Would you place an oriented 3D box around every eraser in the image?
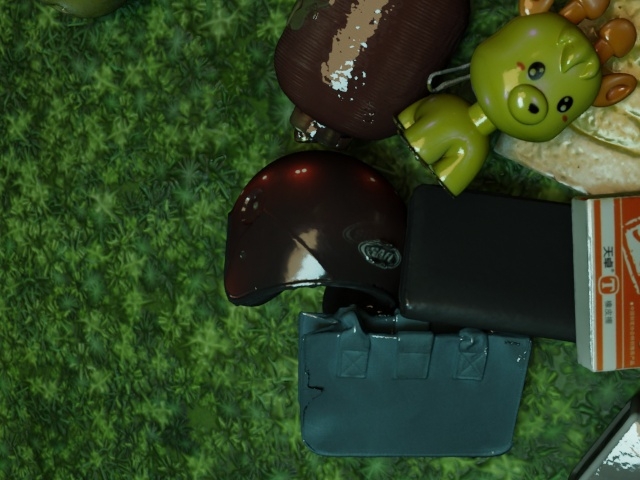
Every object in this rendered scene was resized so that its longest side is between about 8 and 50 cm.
[{"bbox_3d":[0.347,0.030,0.662,0.230,0.038,0.157,-5,97,-4],"label":"eraser"}]

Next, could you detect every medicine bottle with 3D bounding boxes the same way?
[{"bbox_3d":[0.352,0.261,0.709,0.188,0.088,0.132,37,108,18],"label":"medicine bottle"}]

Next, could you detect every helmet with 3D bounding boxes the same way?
[{"bbox_3d":[0.000,0.000,0.790,0.216,0.189,0.193,34,102,49],"label":"helmet"}]

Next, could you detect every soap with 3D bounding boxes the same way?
[{"bbox_3d":[0.304,-0.174,0.700,0.173,0.089,0.274,29,107,20],"label":"soap"}]

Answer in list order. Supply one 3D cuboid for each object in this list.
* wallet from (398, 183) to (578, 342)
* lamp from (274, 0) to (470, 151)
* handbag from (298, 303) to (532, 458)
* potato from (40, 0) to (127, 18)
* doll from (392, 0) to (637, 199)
[{"bbox_3d":[0.203,0.025,0.720,0.250,0.044,0.149,7,69,-1],"label":"wallet"},{"bbox_3d":[0.050,-0.213,0.773,0.180,0.180,0.258,36,110,18],"label":"lamp"},{"bbox_3d":[0.091,0.143,0.758,0.229,0.062,0.179,0,121,-1],"label":"handbag"},{"bbox_3d":[-0.286,-0.408,0.916,0.174,0.159,0.251,25,96,-3],"label":"potato"},{"bbox_3d":[0.177,-0.136,0.663,0.221,0.135,0.143,-40,106,20],"label":"doll"}]
